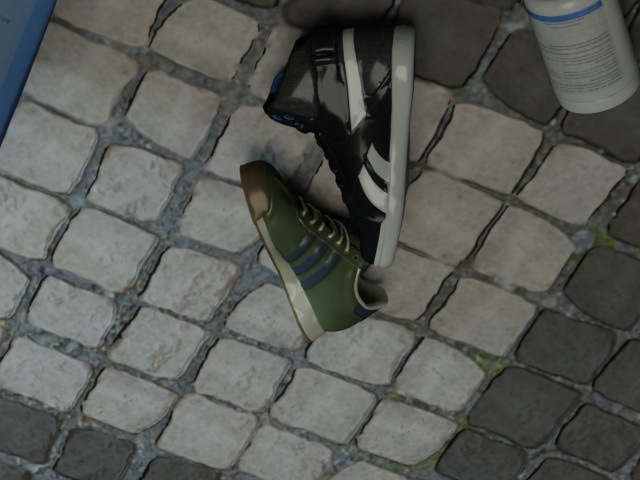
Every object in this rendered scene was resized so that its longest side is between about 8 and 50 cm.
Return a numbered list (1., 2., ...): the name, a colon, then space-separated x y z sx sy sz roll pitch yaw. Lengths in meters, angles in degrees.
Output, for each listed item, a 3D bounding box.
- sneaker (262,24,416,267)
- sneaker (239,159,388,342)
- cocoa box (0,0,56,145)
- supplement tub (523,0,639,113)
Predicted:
1. sneaker: 0.013 -0.081 1.546 0.121 0.079 0.217 5 121 4
2. sneaker: 0.000 0.000 1.620 0.086 0.064 0.192 -17 126 8
3. cocoa box: -0.396 -0.139 1.378 0.347 0.231 0.228 23 162 -14
4. supplement tub: 0.202 -0.159 1.464 0.071 0.071 0.107 -13 126 14
